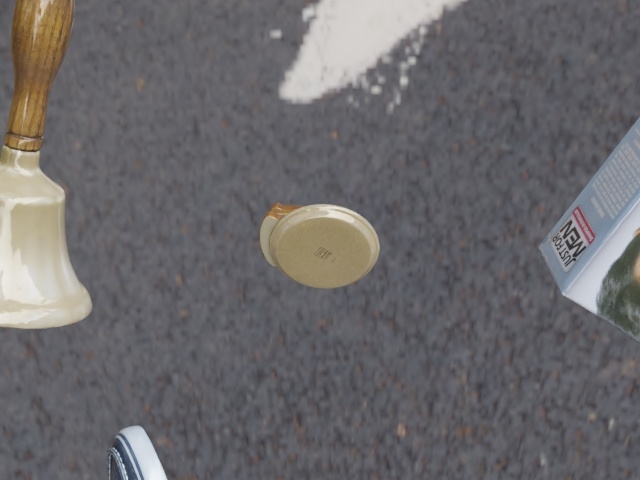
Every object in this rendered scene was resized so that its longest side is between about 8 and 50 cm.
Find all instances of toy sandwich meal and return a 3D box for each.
[{"bbox_3d":[0.000,0.000,1.157,0.085,0.086,0.029,2,41,2],"label":"toy sandwich meal"}]

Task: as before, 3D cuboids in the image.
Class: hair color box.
[{"bbox_3d":[0.378,-0.073,1.409,0.185,0.374,0.114,31,18,-16],"label":"hair color box"}]

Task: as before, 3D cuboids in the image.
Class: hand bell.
[{"bbox_3d":[-0.197,-0.075,1.094,0.126,0.242,0.126,10,15,-3],"label":"hand bell"}]

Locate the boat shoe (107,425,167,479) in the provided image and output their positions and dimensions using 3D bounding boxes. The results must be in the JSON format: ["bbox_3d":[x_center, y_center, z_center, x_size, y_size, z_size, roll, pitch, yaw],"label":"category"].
[{"bbox_3d":[-0.136,0.219,1.085,0.083,0.065,0.183,-9,90,-20],"label":"boat shoe"}]
